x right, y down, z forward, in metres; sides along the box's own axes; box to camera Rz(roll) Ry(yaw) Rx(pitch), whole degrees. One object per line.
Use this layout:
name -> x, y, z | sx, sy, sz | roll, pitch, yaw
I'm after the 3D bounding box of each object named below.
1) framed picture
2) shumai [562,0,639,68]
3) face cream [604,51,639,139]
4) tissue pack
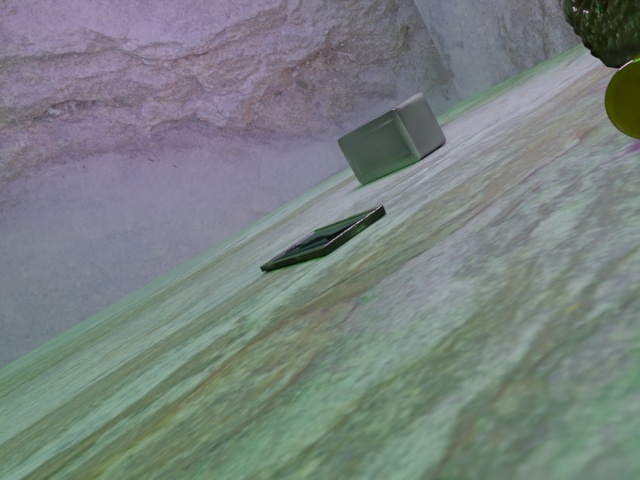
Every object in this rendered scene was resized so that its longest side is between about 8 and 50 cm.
framed picture -> 0.000, 0.000, 0.937 | 0.150, 0.015, 0.203 | -34, 10, -34
shumai -> 0.576, -0.438, 0.809 | 0.324, 0.324, 0.397 | -11, 2, -4
face cream -> 0.374, -0.181, 0.569 | 0.273, 0.078, 0.078 | -34, 10, -40
tissue pack -> 0.194, -0.278, 1.541 | 0.136, 0.159, 0.246 | -37, 12, -39
